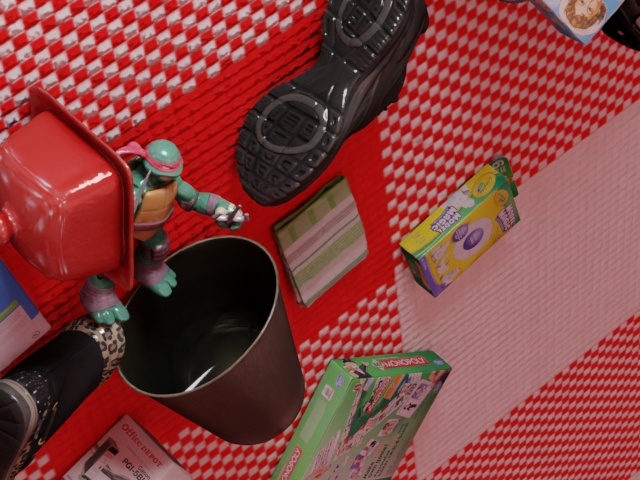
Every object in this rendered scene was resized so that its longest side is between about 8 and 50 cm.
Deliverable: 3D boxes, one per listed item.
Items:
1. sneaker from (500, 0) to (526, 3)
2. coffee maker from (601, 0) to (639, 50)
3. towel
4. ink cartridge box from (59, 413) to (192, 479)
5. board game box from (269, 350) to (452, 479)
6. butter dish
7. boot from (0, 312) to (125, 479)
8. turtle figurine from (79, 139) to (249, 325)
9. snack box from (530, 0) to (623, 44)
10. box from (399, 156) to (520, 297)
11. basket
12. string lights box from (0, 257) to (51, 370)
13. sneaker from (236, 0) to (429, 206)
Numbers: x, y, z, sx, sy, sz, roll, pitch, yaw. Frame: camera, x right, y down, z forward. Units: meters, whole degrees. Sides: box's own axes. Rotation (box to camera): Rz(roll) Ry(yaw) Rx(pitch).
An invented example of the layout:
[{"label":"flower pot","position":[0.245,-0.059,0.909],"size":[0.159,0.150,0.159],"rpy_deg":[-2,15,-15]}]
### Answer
[{"label":"sneaker","position":[0.268,-0.401,1.884],"size":[0.319,0.112,0.131],"rpy_deg":[-53,145,5]},{"label":"coffee maker","position":[0.388,-0.338,2.083],"size":[0.178,0.120,0.171],"rpy_deg":[-46,147,-5]},{"label":"towel","position":[0.000,0.000,2.071],"size":[0.113,0.023,0.152],"rpy_deg":[-40,144,-17]},{"label":"ink cartridge box","position":[-0.229,0.279,2.012],"size":[0.135,0.099,0.056],"rpy_deg":[-45,146,-7]},{"label":"board game box","position":[0.031,0.292,2.381],"size":[0.214,0.046,0.317],"rpy_deg":[0,124,-49]},{"label":"butter dish","position":[-0.250,-0.031,1.608],"size":[0.118,0.160,0.160],"rpy_deg":[-28,142,-32]},{"label":"boot","position":[-0.301,0.181,1.835],"size":[0.178,0.085,0.236],"rpy_deg":[-41,172,-45]},{"label":"turtle figurine","position":[-0.165,-0.022,1.764],"size":[0.175,0.118,0.234],"rpy_deg":[-12,146,-32]},{"label":"snack box","position":[0.224,-0.369,1.797],"size":[0.322,0.060,0.187],"rpy_deg":[40,91,-32]},{"label":"box","position":[0.187,-0.019,2.247],"size":[0.179,0.043,0.105],"rpy_deg":[-44,148,-10]},{"label":"basket","position":[-0.106,0.129,1.963],"size":[0.204,0.154,0.227],"rpy_deg":[-47,151,-12]},{"label":"string lights box","position":[-0.361,0.040,1.632],"size":[0.133,0.077,0.259],"rpy_deg":[-41,147,-13]},{"label":"sneaker","position":[0.025,-0.150,1.870],"size":[0.286,0.109,0.130],"rpy_deg":[-52,153,9]}]
